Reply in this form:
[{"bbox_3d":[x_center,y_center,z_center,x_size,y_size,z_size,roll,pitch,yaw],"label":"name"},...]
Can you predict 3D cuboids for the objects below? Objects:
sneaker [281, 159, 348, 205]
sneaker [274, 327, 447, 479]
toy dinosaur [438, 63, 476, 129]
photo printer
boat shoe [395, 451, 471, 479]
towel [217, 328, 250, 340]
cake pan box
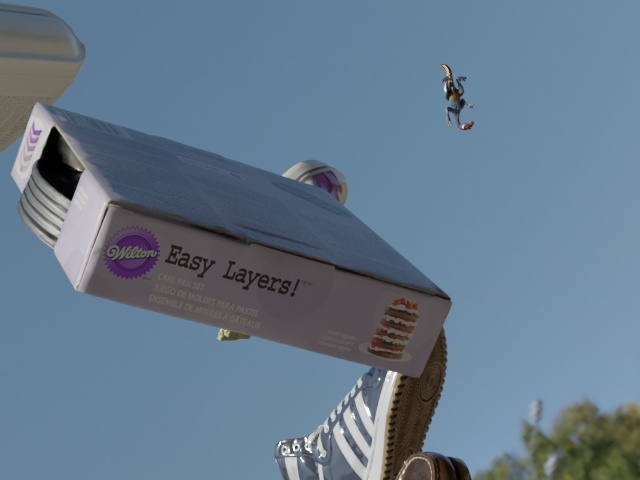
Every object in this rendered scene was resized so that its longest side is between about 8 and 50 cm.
[{"bbox_3d":[0.000,0.001,1.556,0.282,0.161,0.102,-37,-34,-57],"label":"sneaker"},{"bbox_3d":[0.041,0.195,1.534,0.099,0.153,0.282,-7,-67,-51],"label":"sneaker"},{"bbox_3d":[0.205,-0.206,2.039,0.047,0.090,0.082,-8,-48,4],"label":"toy dinosaur"},{"bbox_3d":[-0.436,-0.178,1.660,0.256,0.107,0.307,-39,-10,21],"label":"photo printer"},{"bbox_3d":[0.046,0.236,0.912,0.073,0.073,0.207,-25,48,61],"label":"boat shoe"},{"bbox_3d":[-0.099,0.092,2.107,0.148,0.027,0.110,-57,-16,7],"label":"towel"},{"bbox_3d":[-0.074,-0.007,0.965,0.266,0.246,0.070,16,-79,-28],"label":"cake pan box"}]
